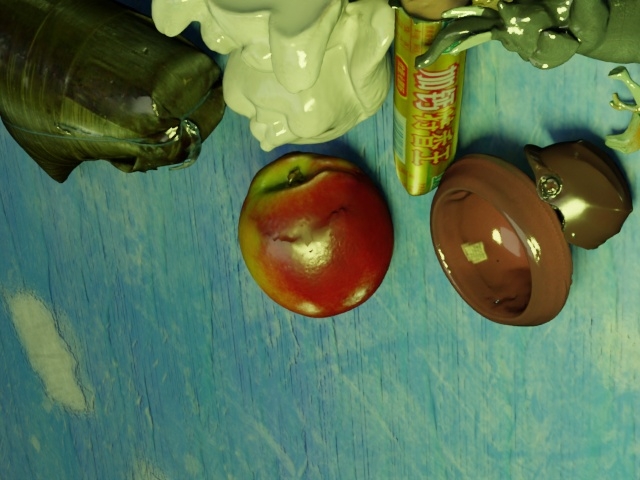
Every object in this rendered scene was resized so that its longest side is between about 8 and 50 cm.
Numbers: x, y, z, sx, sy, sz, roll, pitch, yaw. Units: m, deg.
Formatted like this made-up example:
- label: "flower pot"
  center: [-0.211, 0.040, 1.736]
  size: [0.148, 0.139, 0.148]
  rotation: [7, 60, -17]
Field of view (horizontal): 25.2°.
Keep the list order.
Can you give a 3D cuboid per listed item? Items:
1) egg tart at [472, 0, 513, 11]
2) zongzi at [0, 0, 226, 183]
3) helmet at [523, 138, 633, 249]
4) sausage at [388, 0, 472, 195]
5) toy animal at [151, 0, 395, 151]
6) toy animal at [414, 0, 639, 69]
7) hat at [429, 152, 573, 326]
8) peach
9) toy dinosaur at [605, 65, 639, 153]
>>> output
- label: "egg tart"
  center: [0.105, -0.372, 1.355]
  size: [0.352, 0.150, 0.352]
  rotation: [25, 125, 41]
- label: "zongzi"
  center: [-0.279, -0.150, 1.959]
  size: [0.403, 0.208, 0.432]
  rotation: [26, 150, 25]
- label: "helmet"
  center: [0.259, -0.055, 1.402]
  size: [0.070, 0.098, 0.123]
  rotation: [-29, 88, 26]
- label: "sausage"
  center: [0.106, -0.142, 1.454]
  size: [0.082, 0.082, 0.371]
  rotation: [47, 163, 22]
- label: "toy animal"
  center: [-0.021, -0.212, 1.551]
  size: [0.271, 0.206, 0.265]
  rotation: [23, 160, 31]
- label: "toy animal"
  center: [0.219, -0.207, 1.246]
  size: [0.137, 0.269, 0.082]
  rotation: [91, 171, -54]
- label: "hat"
  center: [0.199, -0.004, 1.500]
  size: [0.205, 0.089, 0.205]
  rotation: [40, 145, 37]
- label: "peach"
  center: [0.000, 0.000, 1.676]
  size: [0.197, 0.197, 0.197]
  rotation: [28, 131, 39]
- label: "toy dinosaur"
  center: [0.329, -0.124, 1.318]
  size: [0.187, 0.044, 0.106]
  rotation: [-8, 118, 39]
